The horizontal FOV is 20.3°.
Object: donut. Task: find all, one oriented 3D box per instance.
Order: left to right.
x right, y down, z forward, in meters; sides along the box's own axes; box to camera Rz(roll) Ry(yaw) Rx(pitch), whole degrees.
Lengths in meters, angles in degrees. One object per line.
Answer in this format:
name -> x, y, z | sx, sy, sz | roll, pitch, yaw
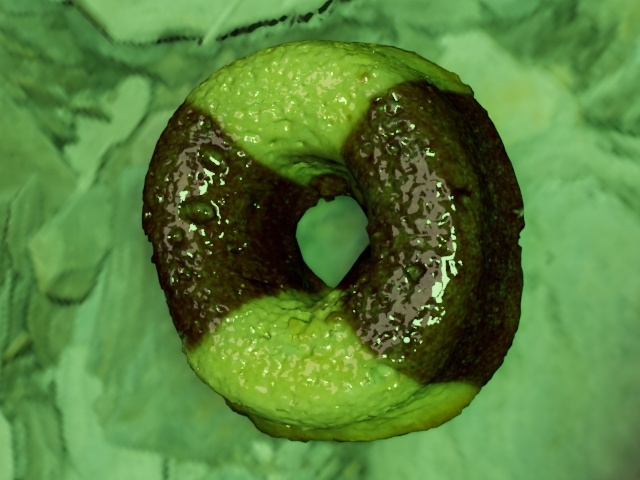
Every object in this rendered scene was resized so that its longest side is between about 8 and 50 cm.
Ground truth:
donut -> 0.000, 0.000, 0.589 | 0.140, 0.059, 0.140 | -3, 82, 24

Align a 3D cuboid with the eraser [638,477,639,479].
eraser -> 0.110, 0.129, 0.474 | 0.081, 0.124, 0.279 | 29, 96, 28
